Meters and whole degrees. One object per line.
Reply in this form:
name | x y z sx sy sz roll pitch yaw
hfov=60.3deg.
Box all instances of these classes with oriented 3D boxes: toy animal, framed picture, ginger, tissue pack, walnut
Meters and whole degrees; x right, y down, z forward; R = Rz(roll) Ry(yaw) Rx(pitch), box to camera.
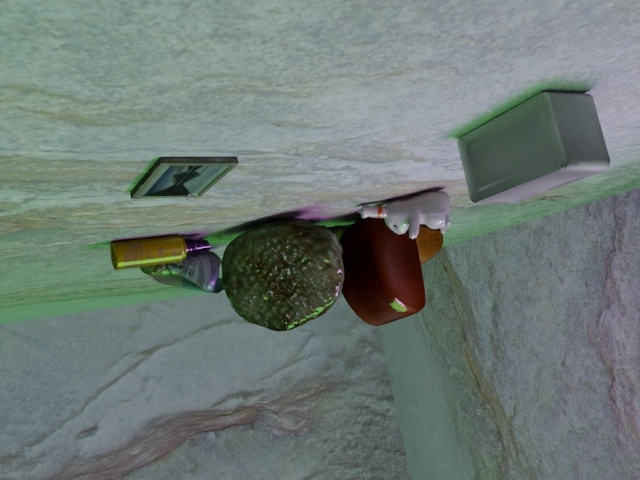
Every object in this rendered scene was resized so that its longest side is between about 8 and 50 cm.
toy animal | 0.271 -0.069 1.729 0.283 0.138 0.140 -12 176 7
framed picture | -0.265 -0.118 1.059 0.150 0.015 0.203 -6 170 -35
ginger | -0.464 0.079 1.845 0.137 0.089 0.290 -19 169 34
tissue pack | 0.423 -0.182 1.127 0.136 0.159 0.246 -5 170 -30
walnut | 0.358 -0.005 2.100 0.203 0.203 0.298 -18 174 34

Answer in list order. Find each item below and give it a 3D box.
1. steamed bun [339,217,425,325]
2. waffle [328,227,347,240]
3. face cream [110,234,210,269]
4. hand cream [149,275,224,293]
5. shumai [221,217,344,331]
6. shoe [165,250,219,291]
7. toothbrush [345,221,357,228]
steamed bun | 0.189 0.086 1.861 0.248 0.379 0.235 12 153 -43
waffle | 0.000 0.001 2.103 0.253 0.056 0.249 -12 172 -10
face cream | -0.446 0.028 1.563 0.273 0.078 0.078 -8 171 -30
hand cream | -0.454 0.139 1.926 0.312 0.070 0.111 12 -159 25
shumai | -0.086 0.077 1.744 0.398 0.324 0.323 -20 -172 22
shoe | -0.390 0.074 1.649 0.138 0.095 0.245 -2 -154 -29
toothbrush | 0.163 -0.069 1.999 0.167 0.014 0.011 -17 166 31
